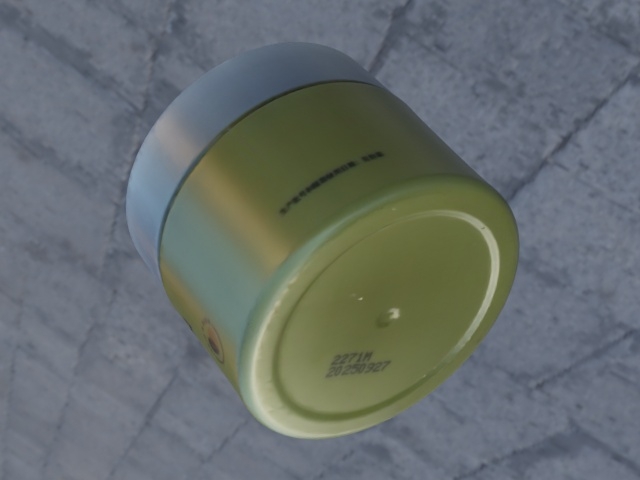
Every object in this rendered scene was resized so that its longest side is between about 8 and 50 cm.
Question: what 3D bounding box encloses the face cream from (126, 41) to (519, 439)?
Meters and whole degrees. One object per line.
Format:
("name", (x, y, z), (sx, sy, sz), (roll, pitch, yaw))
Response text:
("face cream", (0.000, 0.000, 0.813), (0.179, 0.218, 0.218), (49, 169, 40))
